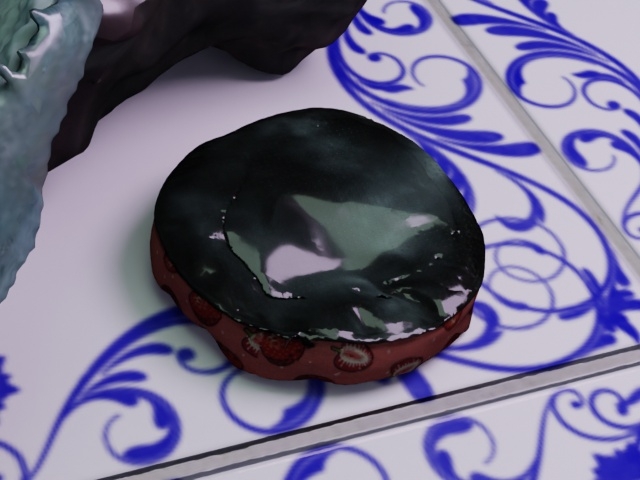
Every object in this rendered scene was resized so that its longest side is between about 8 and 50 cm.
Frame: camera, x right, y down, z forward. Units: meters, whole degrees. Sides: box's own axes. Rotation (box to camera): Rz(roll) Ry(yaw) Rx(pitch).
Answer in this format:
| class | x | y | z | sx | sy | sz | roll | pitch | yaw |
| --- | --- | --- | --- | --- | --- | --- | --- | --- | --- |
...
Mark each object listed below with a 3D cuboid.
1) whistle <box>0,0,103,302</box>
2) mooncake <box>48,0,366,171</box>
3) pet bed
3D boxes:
| class | x | y | z | sx | sy | sz | roll | pitch | yaw |
| --- | --- | --- | --- | --- | --- | --- | --- | --- | --- |
| whistle | -0.193 | 0.031 | 0.629 | 0.189 | 0.189 | 0.348 | 30 | 72 | 19 |
| mooncake | -0.150 | -0.218 | 0.893 | 0.381 | 0.212 | 0.351 | -18 | 68 | -33 |
| pet bed | 0.000 | 0.000 | 0.831 | 0.201 | 0.053 | 0.201 | 6 | 42 | -5 |
